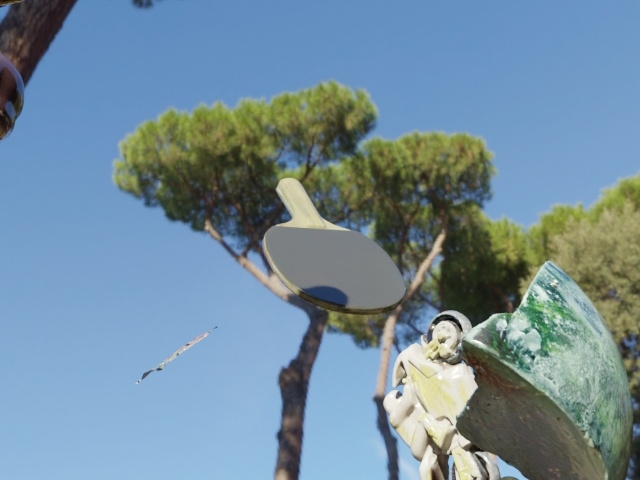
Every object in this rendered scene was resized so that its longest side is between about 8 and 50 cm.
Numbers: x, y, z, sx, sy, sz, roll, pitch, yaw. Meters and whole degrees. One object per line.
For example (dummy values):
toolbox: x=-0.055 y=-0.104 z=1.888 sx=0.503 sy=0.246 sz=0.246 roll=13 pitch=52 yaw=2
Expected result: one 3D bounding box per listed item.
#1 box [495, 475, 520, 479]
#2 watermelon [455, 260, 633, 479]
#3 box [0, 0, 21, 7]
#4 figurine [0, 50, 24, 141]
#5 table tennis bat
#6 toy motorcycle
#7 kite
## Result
box: x=0.110 y=0.295 z=0.553 sx=0.220 sy=0.166 sz=0.290 roll=-33 pitch=-14 yaw=8
watermelon: x=0.239 y=0.147 z=0.907 sx=0.213 sy=0.290 sz=0.320 roll=-29 pitch=-57 yaw=34
box: x=-0.275 y=-0.190 z=0.502 sx=0.177 sy=0.111 sz=0.111 roll=-6 pitch=-36 yaw=6
figurine: x=-0.618 y=-0.200 z=1.286 sx=0.206 sy=0.218 sz=0.365 roll=22 pitch=-33 yaw=-21
table tennis bat: x=0.000 y=0.000 z=0.807 sx=0.138 sy=0.246 sz=0.022 roll=4 pitch=-60 yaw=-25
toy motorcycle: x=0.208 y=0.310 z=1.395 sx=0.222 sy=0.341 sz=0.107 roll=-28 pitch=-28 yaw=38
kite: x=-0.191 y=0.150 z=1.025 sx=0.139 sy=0.011 sz=0.157 roll=-37 pitch=2 yaw=8
